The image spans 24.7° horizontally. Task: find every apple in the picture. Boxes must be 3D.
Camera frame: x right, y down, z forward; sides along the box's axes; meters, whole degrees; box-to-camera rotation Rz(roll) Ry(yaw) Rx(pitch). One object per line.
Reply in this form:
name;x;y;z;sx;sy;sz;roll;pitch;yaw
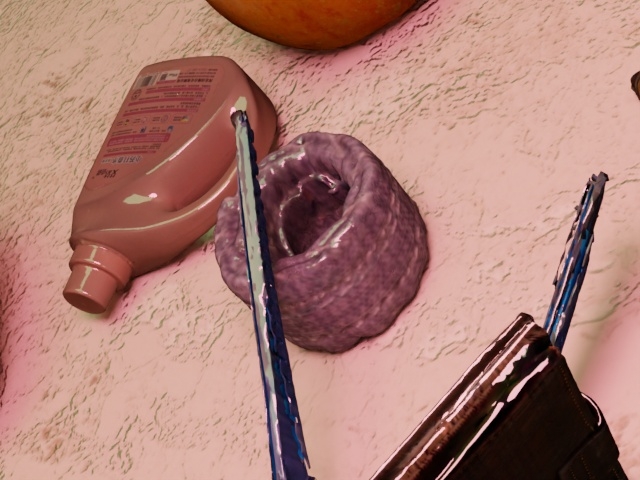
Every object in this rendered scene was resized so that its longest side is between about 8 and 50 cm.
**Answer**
apple;-0.005;-0.274;1.269;0.236;0.207;0.237;-11;68;29

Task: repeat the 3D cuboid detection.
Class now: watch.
watch;0.022;0.064;0.939;0.276;0.068;0.275;11;81;26

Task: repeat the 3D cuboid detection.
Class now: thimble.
thimble;0.001;0.001;1.082;0.150;0.098;0.150;-22;44;23

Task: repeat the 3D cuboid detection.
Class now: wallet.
wallet;0.081;0.147;0.732;0.044;0.317;0.169;41;86;26

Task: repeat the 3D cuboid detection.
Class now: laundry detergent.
laundry detergent;-0.128;-0.048;1.249;0.171;0.076;0.237;-1;55;39

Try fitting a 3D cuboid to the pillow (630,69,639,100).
pillow;0.300;-0.120;0.936;0.208;0.052;0.212;-30;16;17
